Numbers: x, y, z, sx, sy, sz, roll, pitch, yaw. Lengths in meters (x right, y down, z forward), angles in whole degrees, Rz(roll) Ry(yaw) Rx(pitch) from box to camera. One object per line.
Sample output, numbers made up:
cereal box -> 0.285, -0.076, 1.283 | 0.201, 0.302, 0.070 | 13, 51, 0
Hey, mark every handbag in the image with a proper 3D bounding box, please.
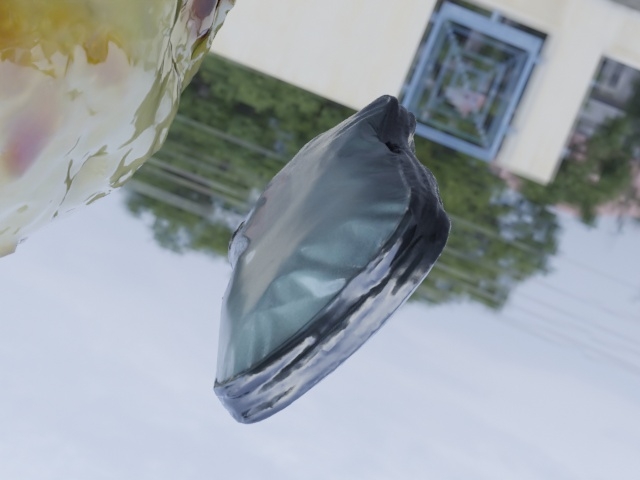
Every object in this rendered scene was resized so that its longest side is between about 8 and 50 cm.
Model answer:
handbag -> 0.000, -0.001, 1.032 | 0.075, 0.191, 0.332 | 42, -166, -16

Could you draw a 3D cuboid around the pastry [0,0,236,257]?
pastry -> -0.202, -0.180, 0.648 | 0.388, 0.313, 0.388 | 38, -150, -27
